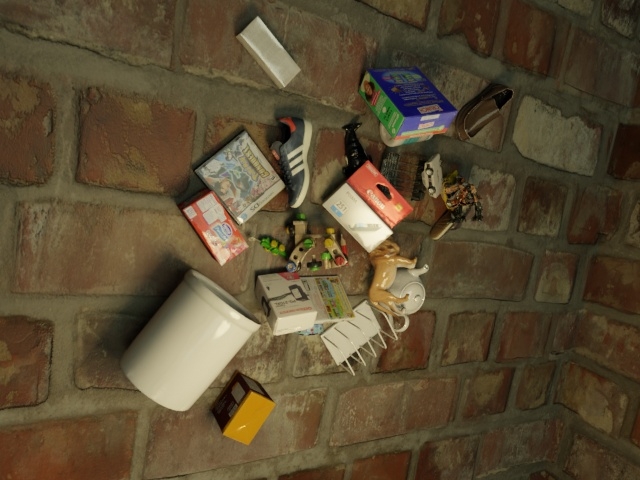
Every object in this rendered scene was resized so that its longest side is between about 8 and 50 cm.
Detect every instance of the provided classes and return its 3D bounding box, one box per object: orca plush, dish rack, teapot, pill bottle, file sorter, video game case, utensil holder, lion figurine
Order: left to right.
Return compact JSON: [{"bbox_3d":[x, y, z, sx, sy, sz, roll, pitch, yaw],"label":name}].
[{"bbox_3d":[-0.458,0.350,1.580,0.327,0.328,0.385,42,83,-29],"label":"utensil holder"},{"bbox_3d":[-0.299,-0.235,1.692,0.248,0.035,0.275,-43,117,-13],"label":"video game case"},{"bbox_3d":[0.021,0.247,1.882,0.206,0.227,0.026,0,137,-28],"label":"video game case"},{"bbox_3d":[0.179,0.445,2.023,0.278,0.173,0.192,-35,115,-17],"label":"file sorter"},{"bbox_3d":[0.179,-0.352,1.883,0.151,0.102,0.287,-9,105,-26],"label":"orca plush"},{"bbox_3d":[0.286,0.159,1.968,0.240,0.142,0.392,11,80,10],"label":"lion figurine"},{"bbox_3d":[0.379,-0.292,2.026,0.272,0.074,0.208,6,97,-27],"label":"dish rack"},{"bbox_3d":[0.399,0.259,2.091,0.253,0.187,0.256,-29,114,-19],"label":"teapot"},{"bbox_3d":[0.401,-0.501,1.945,0.264,0.146,0.146,-16,108,-25],"label":"pill bottle"}]

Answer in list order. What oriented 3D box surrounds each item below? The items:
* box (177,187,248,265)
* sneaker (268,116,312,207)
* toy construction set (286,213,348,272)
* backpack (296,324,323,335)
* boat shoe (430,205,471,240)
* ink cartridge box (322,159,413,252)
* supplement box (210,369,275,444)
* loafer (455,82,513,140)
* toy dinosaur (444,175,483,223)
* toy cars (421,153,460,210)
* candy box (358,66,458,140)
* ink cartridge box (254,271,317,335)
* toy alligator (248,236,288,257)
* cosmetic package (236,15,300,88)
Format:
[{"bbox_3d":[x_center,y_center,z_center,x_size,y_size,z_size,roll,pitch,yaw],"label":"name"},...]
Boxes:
[{"bbox_3d":[-0.394,-0.051,1.632,0.128,0.123,0.256,-37,116,-16],"label":"box"},{"bbox_3d":[-0.129,-0.304,1.714,0.148,0.131,0.350,4,85,-28],"label":"sneaker"},{"bbox_3d":[0.000,0.000,1.821,0.309,0.258,0.237,-2,84,-54],"label":"toy construction set"},{"bbox_3d":[-0.067,0.328,1.864,0.158,0.173,0.116,2,100,-28],"label":"backpack"},{"bbox_3d":[0.655,-0.095,2.200,0.092,0.103,0.285,47,72,-23],"label":"boat shoe"},{"bbox_3d":[0.201,-0.139,1.863,0.261,0.066,0.296,-42,102,15],"label":"ink cartridge box"},{"bbox_3d":[-0.317,0.670,1.794,0.129,0.194,0.191,39,82,-29],"label":"supplement box"},{"bbox_3d":[0.790,-0.629,2.133,0.366,0.130,0.134,-49,119,-10],"label":"loafer"},{"bbox_3d":[0.684,-0.194,2.067,0.322,0.164,0.218,-6,90,-26],"label":"toy dinosaur"},{"bbox_3d":[0.553,-0.268,2.065,0.394,0.087,0.176,20,86,-50],"label":"toy cars"},{"bbox_3d":[0.350,-0.566,1.809,0.268,0.317,0.122,-13,146,-25],"label":"candy box"},{"bbox_3d":[-0.139,0.242,1.761,0.172,0.237,0.100,-6,133,-27],"label":"ink cartridge box"},{"bbox_3d":[-0.206,0.011,1.791,0.190,0.056,0.051,30,47,-30],"label":"toy alligator"},{"bbox_3d":[-0.190,-0.687,1.635,0.099,0.060,0.239,-50,119,-12],"label":"cosmetic package"}]
